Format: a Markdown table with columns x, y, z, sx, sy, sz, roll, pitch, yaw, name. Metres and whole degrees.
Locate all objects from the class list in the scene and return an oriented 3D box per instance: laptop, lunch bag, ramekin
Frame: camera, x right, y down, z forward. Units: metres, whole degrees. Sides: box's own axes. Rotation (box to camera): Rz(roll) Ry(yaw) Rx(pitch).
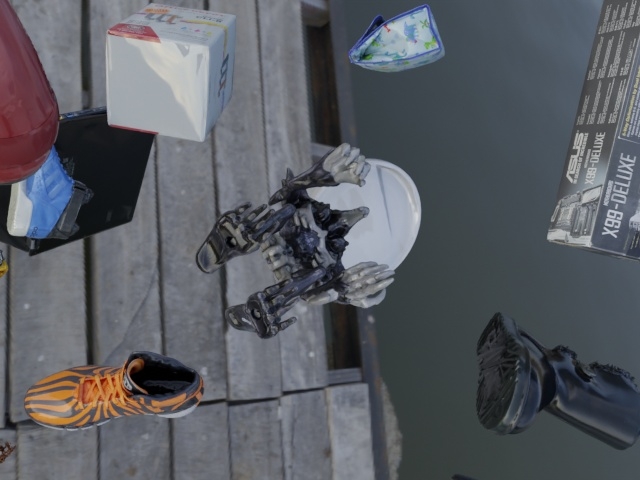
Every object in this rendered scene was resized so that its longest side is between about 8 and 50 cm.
| x | y | z | sx | sy | sz | roll | pitch | yaw | name |
| --- | --- | --- | --- | --- | --- | --- | --- | --- | --- |
| -0.596 | -0.183 | 1.380 | 0.408 | 0.381 | 0.236 | -25 | 64 | -43 | laptop |
| 0.130 | -0.337 | 1.140 | 0.129 | 0.151 | 0.096 | -29 | 100 | -73 | lunch bag |
| 0.062 | -0.048 | 1.356 | 0.273 | 0.127 | 0.272 | -11 | 114 | -24 | ramekin |

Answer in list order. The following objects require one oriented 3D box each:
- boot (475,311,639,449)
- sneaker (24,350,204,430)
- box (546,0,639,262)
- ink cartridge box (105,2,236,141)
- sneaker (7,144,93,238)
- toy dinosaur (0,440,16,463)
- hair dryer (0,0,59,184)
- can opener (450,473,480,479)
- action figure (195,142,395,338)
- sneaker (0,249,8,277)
| x | y | z | sx | sy | sz | roll | pitch | yaw | name |
| --- | --- | --- | --- | --- | --- | --- | --- | --- | --- |
| 0.300 | 0.191 | 0.803 | 0.207 | 0.094 | 0.246 | 27 | 18 | 3 | boot |
| -0.371 | 0.256 | 1.184 | 0.322 | 0.180 | 0.124 | -5 | 65 | -13 | sneaker |
| 0.414 | -0.120 | 0.765 | 0.243 | 0.076 | 0.307 | 10 | 94 | -21 | box |
| -0.193 | -0.230 | 0.881 | 0.128 | 0.127 | 0.176 | 9 | 30 | 0 | ink cartridge box |
| -0.310 | -0.076 | 0.771 | 0.085 | 0.058 | 0.152 | 9 | 76 | -35 | sneaker |
| -0.665 | 0.428 | 1.097 | 0.165 | 0.218 | 0.322 | 21 | 27 | -3 | toy dinosaur |
| -0.260 | -0.069 | 0.361 | 0.224 | 0.293 | 0.080 | 8 | 43 | -51 | hair dryer |
| 0.259 | 0.385 | 0.960 | 0.073 | 0.186 | 0.059 | 26 | 83 | -33 | can opener |
| 0.000 | 0.000 | 0.657 | 0.163 | 0.141 | 0.276 | 69 | 24 | -6 | action figure |
| -0.625 | 0.031 | 1.229 | 0.093 | 0.088 | 0.225 | 5 | 69 | -13 | sneaker |
